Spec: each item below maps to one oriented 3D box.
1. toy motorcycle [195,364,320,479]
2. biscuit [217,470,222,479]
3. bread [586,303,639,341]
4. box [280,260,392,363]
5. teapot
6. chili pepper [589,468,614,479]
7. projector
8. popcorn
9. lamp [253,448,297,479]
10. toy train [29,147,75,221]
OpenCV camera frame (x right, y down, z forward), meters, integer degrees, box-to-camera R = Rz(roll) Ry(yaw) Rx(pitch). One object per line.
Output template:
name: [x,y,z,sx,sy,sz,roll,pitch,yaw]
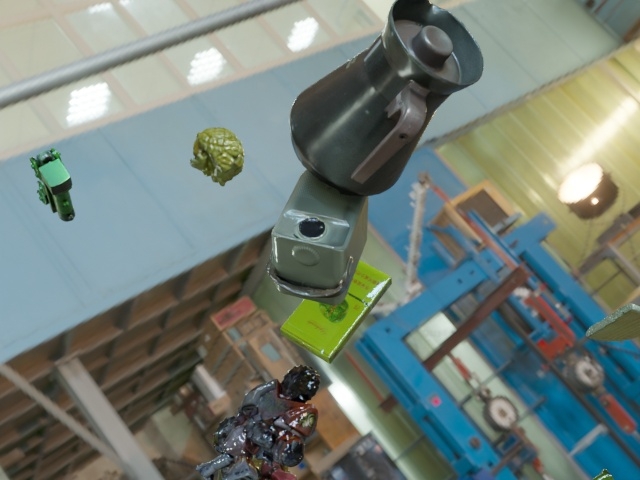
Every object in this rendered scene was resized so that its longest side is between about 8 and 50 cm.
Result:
toy motorcycle: [-0.146,0.437,1.761,0.401,0.207,0.134,-36,-49,13]
biscuit: [-0.208,0.799,2.418,0.078,0.329,0.335,-16,-4,-30]
bread: [0.795,0.218,2.184,0.193,0.112,0.036,126,158,-55]
box: [0.050,0.199,2.552,0.335,0.187,0.047,-50,-26,-25]
teapot: [0.110,-0.241,1.525,0.344,0.253,0.300,-46,27,45]
chili pepper: [0.508,0.523,1.739,0.202,0.050,0.052,-16,4,8]
projector: [0.000,0.000,1.678,0.177,0.163,0.242,87,-159,-48]
popcorn: [-0.293,-0.244,2.443,0.173,0.173,0.142,-50,-5,35]
lamp: [-0.116,0.567,1.989,0.118,0.253,0.118,-35,-35,-29]
toy train: [-0.667,-0.134,2.118,0.085,0.119,0.251,-30,-18,-20]
